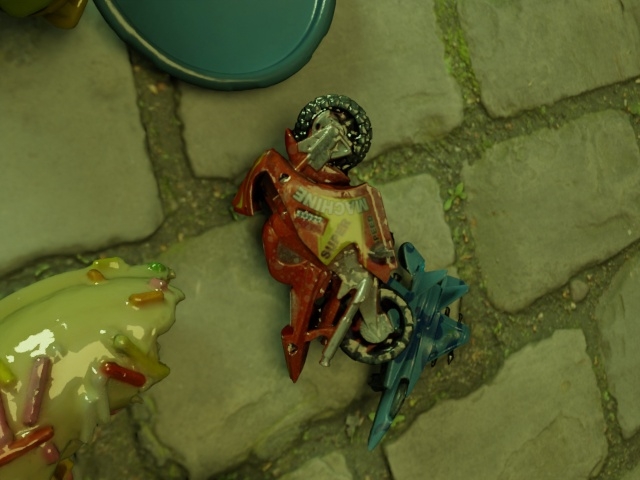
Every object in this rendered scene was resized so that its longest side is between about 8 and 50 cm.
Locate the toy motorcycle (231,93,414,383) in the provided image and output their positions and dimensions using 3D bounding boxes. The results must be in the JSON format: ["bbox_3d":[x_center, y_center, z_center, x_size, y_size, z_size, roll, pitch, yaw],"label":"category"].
[{"bbox_3d":[0.002,0.000,0.615,0.171,0.089,0.298,-14,96,-4],"label":"toy motorcycle"}]

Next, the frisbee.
[{"bbox_3d":[-0.115,-0.301,0.609,0.290,0.049,0.289,0,90,-29],"label":"frisbee"}]

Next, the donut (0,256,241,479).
[{"bbox_3d":[-0.183,0.217,0.478,0.307,0.150,0.371,-32,103,-27],"label":"donut"}]

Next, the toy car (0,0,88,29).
[{"bbox_3d":[-0.296,-0.268,0.451,0.248,0.142,0.200,23,85,-6],"label":"toy car"}]

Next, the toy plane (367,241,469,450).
[{"bbox_3d":[0.102,0.133,0.690,0.169,0.078,0.246,33,76,-24],"label":"toy plane"}]
